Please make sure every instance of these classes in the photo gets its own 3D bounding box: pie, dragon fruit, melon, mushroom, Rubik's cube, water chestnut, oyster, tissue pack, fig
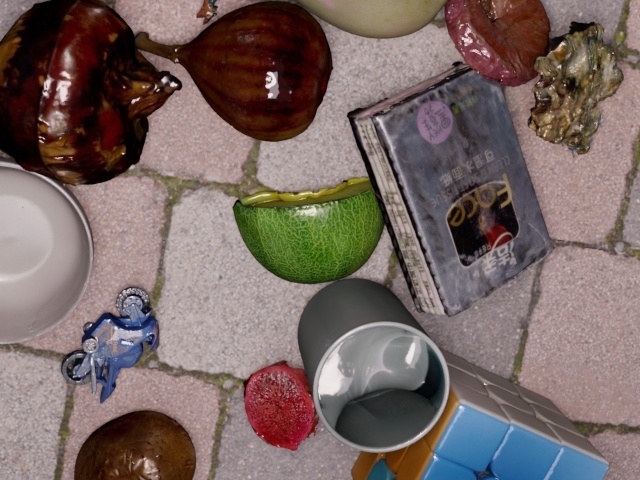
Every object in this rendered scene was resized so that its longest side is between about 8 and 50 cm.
[{"bbox_3d":[0.286,-0.346,1.669,0.204,0.054,0.219,38,54,-24],"label":"pie"},{"bbox_3d":[-0.049,0.274,1.823,0.153,0.111,0.153,3,96,31],"label":"dragon fruit"},{"bbox_3d":[0.000,0.000,1.738,0.265,0.129,0.169,-10,108,-6],"label":"melon"},{"bbox_3d":[-0.319,0.403,1.784,0.194,0.138,0.231,18,100,-11],"label":"mushroom"},{"bbox_3d":[0.254,0.390,1.780,0.290,0.291,0.292,24,100,-13],"label":"Rubik's cube"},{"bbox_3d":[0.057,-0.452,1.558,0.330,0.268,0.268,38,96,-5],"label":"melon"},{"bbox_3d":[-0.339,-0.216,1.550,0.299,0.300,0.300,-2,104,-7],"label":"water chestnut"},{"bbox_3d":[0.405,-0.236,1.706,0.198,0.092,0.260,-39,150,-20],"label":"oyster"},{"bbox_3d":[0.217,-0.087,1.719,0.259,0.122,0.361,-27,105,-26],"label":"tissue pack"},{"bbox_3d":[-0.146,-0.269,1.639,0.320,0.217,0.217,9,103,13],"label":"fig"}]

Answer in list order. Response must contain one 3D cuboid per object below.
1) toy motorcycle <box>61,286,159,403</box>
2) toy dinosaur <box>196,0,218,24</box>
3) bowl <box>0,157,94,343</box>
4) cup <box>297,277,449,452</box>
[{"bbox_3d":[-0.340,0.174,1.765,0.114,0.076,0.205,38,97,-21],"label":"toy motorcycle"},{"bbox_3d":[-0.159,-0.412,1.653,0.055,0.049,0.154,24,105,-10],"label":"toy dinosaur"},{"bbox_3d":[-0.497,0.006,1.662,0.286,0.144,0.287,-2,103,-7],"label":"bowl"},{"bbox_3d":[0.073,0.182,1.693,0.205,0.312,0.206,-2,104,-7],"label":"cup"}]
